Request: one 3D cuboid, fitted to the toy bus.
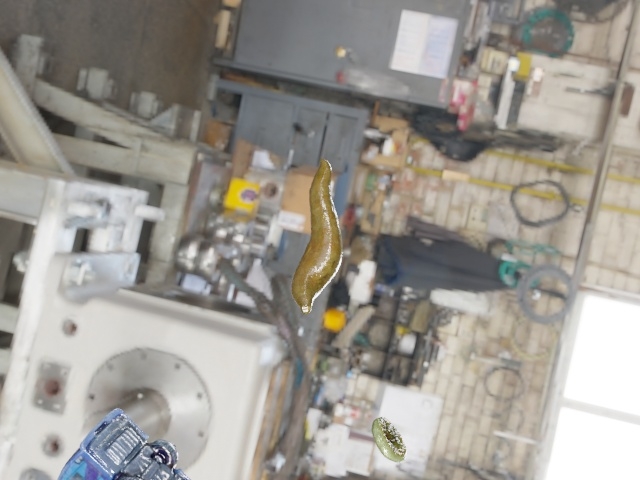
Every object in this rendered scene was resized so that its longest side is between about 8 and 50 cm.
[{"bbox_3d":[-0.136,0.267,0.838,0.094,0.236,0.079,-45,-179,22],"label":"toy bus"}]

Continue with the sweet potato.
[{"bbox_3d":[0.002,-0.001,1.380,0.059,0.069,0.249,-20,-126,54],"label":"sweet potato"}]

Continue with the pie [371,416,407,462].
[{"bbox_3d":[0.117,0.333,1.549,0.021,0.084,0.084,-37,-171,25],"label":"pie"}]
